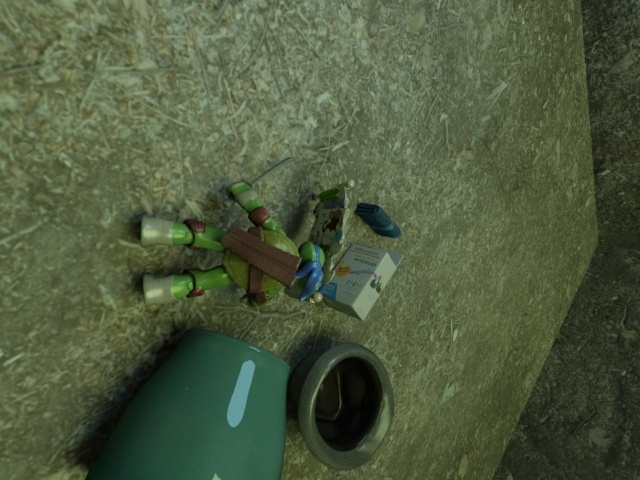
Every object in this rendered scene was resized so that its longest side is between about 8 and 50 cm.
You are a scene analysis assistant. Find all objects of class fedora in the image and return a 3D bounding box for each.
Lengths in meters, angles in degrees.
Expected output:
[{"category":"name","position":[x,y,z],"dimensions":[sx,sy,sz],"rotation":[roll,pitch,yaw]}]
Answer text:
[{"category":"fedora","position":[0.031,0.343,0.934],"dimensions":[0.244,0.124,0.275],"rotation":[-52,123,-25]}]

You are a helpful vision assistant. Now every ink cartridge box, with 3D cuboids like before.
[{"category":"ink cartridge box","position":[0.090,0.073,0.936],"dimensions":[0.181,0.104,0.062],"rotation":[-53,132,-21]}]

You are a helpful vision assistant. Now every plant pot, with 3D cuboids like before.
[{"category":"plant pot","position":[-0.169,0.284,0.646],"dimensions":[0.271,0.271,0.255],"rotation":[44,54,-42]}]

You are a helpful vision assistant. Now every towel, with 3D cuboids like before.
[{"category":"towel","position":[0.134,-0.042,0.975],"dimensions":[0.119,0.067,0.029],"rotation":[41,70,-43]}]

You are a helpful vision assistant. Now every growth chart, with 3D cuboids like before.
[{"category":"growth chart","position":[0.000,0.000,0.757],"dimensions":[0.021,0.172,0.238],"rotation":[26,69,-21]}]

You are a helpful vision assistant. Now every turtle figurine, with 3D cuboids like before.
[{"category":"turtle figurine","position":[-0.145,0.015,0.693],"dimensions":[0.266,0.275,0.198],"rotation":[-2,134,-21]}]
